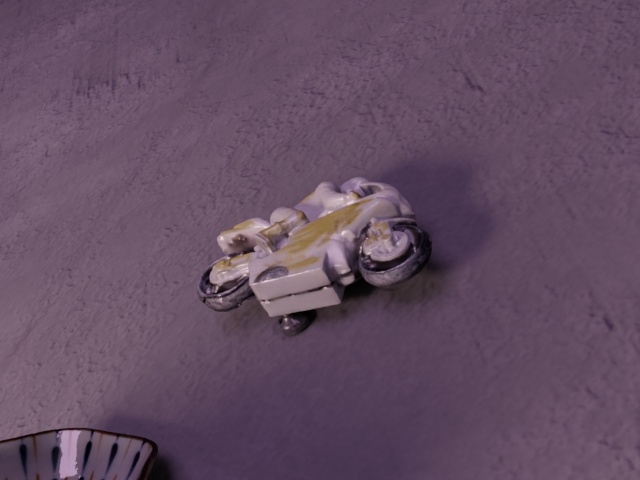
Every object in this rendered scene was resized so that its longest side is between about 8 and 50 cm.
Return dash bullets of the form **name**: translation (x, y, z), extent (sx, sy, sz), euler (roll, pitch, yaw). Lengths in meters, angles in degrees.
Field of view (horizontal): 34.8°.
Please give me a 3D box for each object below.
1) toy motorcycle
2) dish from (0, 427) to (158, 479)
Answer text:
- **toy motorcycle**: translation (0.000, 0.000, 0.886), extent (0.228, 0.074, 0.151), euler (-11, 37, 30)
- **dish**: translation (-0.212, 0.204, 0.773), extent (0.190, 0.066, 0.191), euler (-4, 10, 1)
